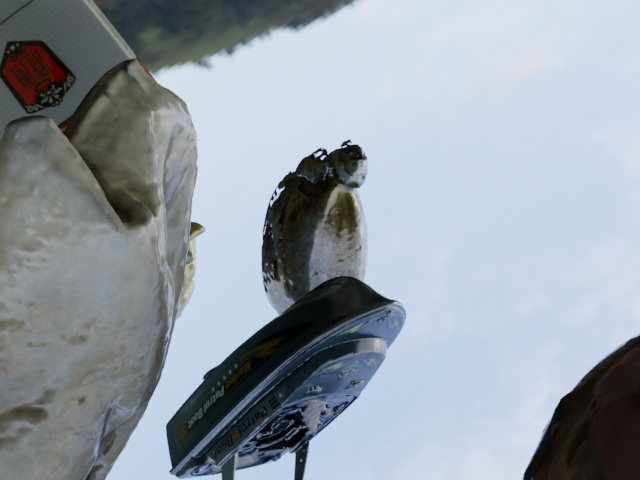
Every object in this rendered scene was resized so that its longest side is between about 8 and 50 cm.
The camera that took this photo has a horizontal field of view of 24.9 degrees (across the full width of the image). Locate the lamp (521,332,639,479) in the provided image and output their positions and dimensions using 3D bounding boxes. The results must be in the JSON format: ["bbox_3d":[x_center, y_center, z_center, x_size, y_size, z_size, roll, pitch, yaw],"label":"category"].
[{"bbox_3d":[0.144,0.100,0.478,0.135,0.156,0.157,-121,-132,-59],"label":"lamp"}]

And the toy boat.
[{"bbox_3d":[-0.018,0.102,0.987,0.092,0.103,0.246,-3,150,-39],"label":"toy boat"}]

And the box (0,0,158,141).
[{"bbox_3d":[-0.225,-0.139,1.117,0.139,0.245,0.035,-34,-163,7],"label":"box"}]

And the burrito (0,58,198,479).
[{"bbox_3d":[-0.161,0.052,0.915,0.190,0.135,0.332,-28,152,-56],"label":"burrito"}]

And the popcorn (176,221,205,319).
[{"bbox_3d":[-0.228,0.024,1.681,0.185,0.167,0.187,-2,166,-9],"label":"popcorn"}]

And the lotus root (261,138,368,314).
[{"bbox_3d":[-0.003,-0.001,1.082,0.088,0.165,0.088,4,-146,-3],"label":"lotus root"}]
